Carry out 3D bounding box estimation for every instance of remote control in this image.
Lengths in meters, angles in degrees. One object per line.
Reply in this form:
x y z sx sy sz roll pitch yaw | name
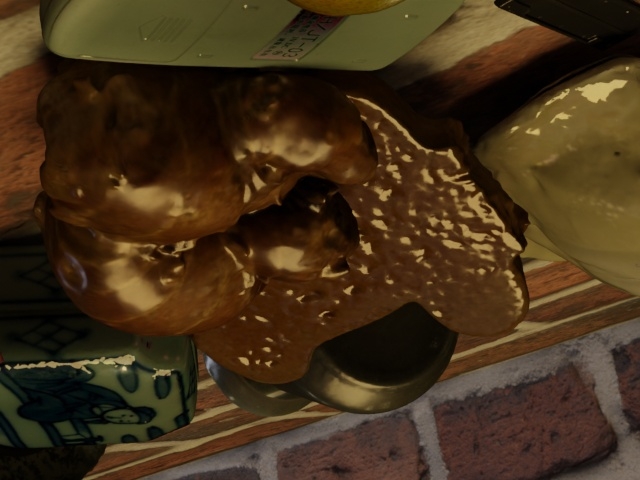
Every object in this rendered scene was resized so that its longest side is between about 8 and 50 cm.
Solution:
-0.047 -0.167 0.906 0.296 0.056 0.140 -3 161 -32 | remote control

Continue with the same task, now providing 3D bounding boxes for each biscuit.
0.000 0.000 1.273 0.394 0.076 0.368 -24 130 29 | biscuit

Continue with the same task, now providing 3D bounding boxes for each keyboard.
0.227 -0.200 1.124 0.067 0.011 0.202 -26 161 33 | keyboard

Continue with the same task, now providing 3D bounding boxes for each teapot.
-0.022 0.100 1.603 0.300 0.253 0.344 16 159 -21 | teapot

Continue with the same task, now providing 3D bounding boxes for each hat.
-0.404 0.205 1.668 0.265 0.265 0.128 1 -173 -45 | hat

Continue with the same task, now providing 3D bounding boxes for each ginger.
-0.098 -0.034 1.079 0.274 0.152 0.357 -13 149 -15 | ginger

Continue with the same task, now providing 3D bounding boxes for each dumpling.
0.296 -0.049 1.351 0.315 0.233 0.395 -17 151 21 | dumpling

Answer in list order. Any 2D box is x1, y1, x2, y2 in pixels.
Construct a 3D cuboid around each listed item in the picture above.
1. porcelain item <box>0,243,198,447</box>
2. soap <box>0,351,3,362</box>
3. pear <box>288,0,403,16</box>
-0.283 0.129 1.457 0.286 0.157 0.281 -1 153 -5 | porcelain item
-0.473 0.102 1.225 0.325 0.220 0.127 -11 174 -11 | soap
0.004 -0.182 0.731 0.141 0.141 0.104 3 137 -48 | pear
